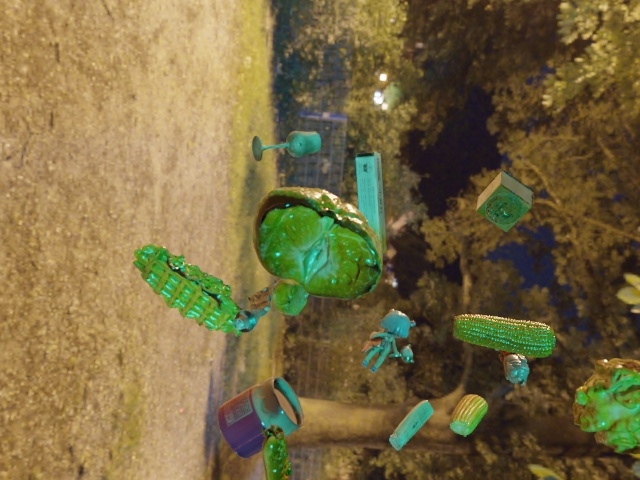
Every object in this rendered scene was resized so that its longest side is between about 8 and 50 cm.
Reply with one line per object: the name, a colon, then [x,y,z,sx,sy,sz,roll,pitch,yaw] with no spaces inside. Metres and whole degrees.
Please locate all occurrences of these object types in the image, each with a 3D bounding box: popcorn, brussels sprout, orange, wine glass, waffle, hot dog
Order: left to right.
waffle: [-0.325,0.128,1.607,0.060,0.312,0.307,-59,155,-31]
hot dog: [-0.093,0.475,1.392,0.072,0.055,0.188,-68,157,-61]
wine glass: [-0.097,-0.279,1.884,0.079,0.196,0.079,33,-52,56]
brussels sprout: [-0.126,0.212,2.531,0.152,0.122,0.149,-20,130,-48]
orange: [0.000,0.000,1.703,0.271,0.369,0.210,-63,176,29]
popcorn: [0.945,0.526,2.037,0.312,0.312,0.312,5,90,-87]

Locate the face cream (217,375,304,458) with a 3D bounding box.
face cream: [-0.170,0.506,1.854,0.175,0.195,0.175,54,10,-14]

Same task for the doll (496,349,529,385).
doll: [0.605,0.385,2.028,0.094,0.079,0.180,-54,-149,24]

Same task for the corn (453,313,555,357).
corn: [0.421,0.218,1.486,0.080,0.231,0.080,7,90,-74]

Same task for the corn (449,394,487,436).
corn: [0.451,0.530,1.964,0.165,0.085,0.063,-33,154,-54]

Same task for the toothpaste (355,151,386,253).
toothpaste: [0.152,-0.111,1.959,0.089,0.071,0.312,-11,98,-70]

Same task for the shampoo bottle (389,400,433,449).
shampoo bottle: [0.337,0.681,2.381,0.212,0.049,0.072,-41,108,-32]

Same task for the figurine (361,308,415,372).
figurine: [0.260,0.376,2.367,0.260,0.205,0.103,-50,149,-25]

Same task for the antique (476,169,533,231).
antique: [0.663,-0.140,2.316,0.152,0.147,0.148,-54,-176,36]

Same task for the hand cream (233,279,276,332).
hand cream: [-0.154,0.158,1.504,0.050,0.084,0.257,54,12,-6]
